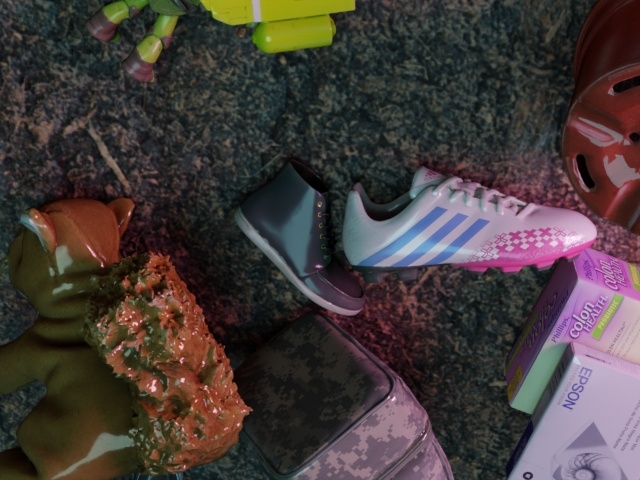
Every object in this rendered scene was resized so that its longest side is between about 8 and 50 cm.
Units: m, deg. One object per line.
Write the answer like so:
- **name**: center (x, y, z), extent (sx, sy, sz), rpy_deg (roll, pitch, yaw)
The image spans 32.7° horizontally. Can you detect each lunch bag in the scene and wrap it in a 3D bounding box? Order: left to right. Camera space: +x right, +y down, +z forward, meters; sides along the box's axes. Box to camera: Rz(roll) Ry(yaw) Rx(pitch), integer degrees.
- **lunch bag**: center (0.035, 0.279, 1.471), extent (0.212, 0.305, 0.256), rpy_deg (-42, 120, -8)

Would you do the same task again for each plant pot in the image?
- **plant pot**: center (0.395, -0.147, 1.218), extent (0.272, 0.265, 0.272), rpy_deg (11, 122, 19)

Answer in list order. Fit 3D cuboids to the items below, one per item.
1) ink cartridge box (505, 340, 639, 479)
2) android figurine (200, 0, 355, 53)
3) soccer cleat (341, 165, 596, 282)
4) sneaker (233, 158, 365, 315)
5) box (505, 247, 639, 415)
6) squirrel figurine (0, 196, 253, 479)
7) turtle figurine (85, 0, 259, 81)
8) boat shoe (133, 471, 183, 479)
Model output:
- **ink cartridge box**: center (0.390, 0.263, 1.441), extent (0.224, 0.045, 0.223), rpy_deg (18, 116, -3)
- **android figurine**: center (-0.049, -0.345, 1.280), extent (0.272, 0.056, 0.248), rpy_deg (-8, 114, -13)
- **soccer cleat**: center (0.189, -0.030, 1.418), extent (0.331, 0.116, 0.143), rpy_deg (-6, 104, 6)
- **sneaker**: center (0.000, 0.000, 1.469), extent (0.222, 0.083, 0.118), rpy_deg (42, 112, -12)
- **box**: center (0.406, 0.153, 1.478), extent (0.243, 0.117, 0.213), rpy_deg (20, 116, -4)
- **squirrel figurine**: center (-0.268, 0.118, 1.436), extent (0.397, 0.281, 0.370), rpy_deg (-9, 88, 41)
- **turtle figurine**: center (-0.174, -0.297, 1.346), extent (0.269, 0.087, 0.217), rpy_deg (42, 113, -13)
- **boat shoe**: center (-0.267, 0.418, 1.701), extent (0.080, 0.076, 0.228), rpy_deg (14, 116, -1)
